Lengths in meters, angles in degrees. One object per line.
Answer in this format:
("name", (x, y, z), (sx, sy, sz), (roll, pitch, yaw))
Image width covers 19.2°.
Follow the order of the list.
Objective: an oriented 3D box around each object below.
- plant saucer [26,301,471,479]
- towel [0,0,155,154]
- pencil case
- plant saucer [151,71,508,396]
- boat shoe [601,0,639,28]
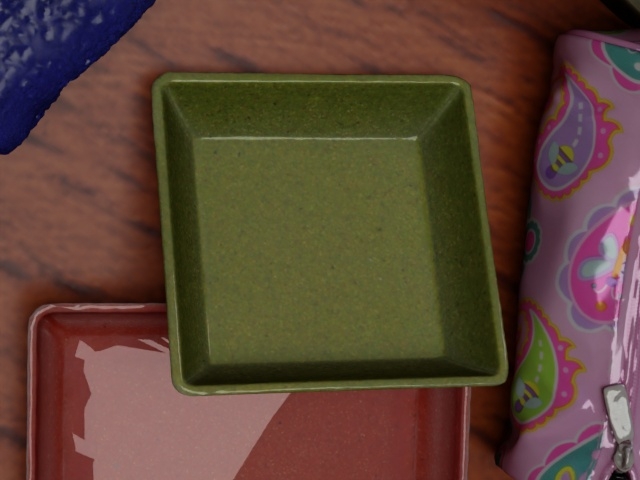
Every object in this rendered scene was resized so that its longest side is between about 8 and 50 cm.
("plant saucer", (-0.044, 0.161, 1.107), (0.258, 0.048, 0.259), (0, 97, -13))
("towel", (-0.150, -0.225, 1.006), (0.227, 0.076, 0.308), (44, 85, -23))
("pencil case", (0.175, 0.019, 1.102), (0.124, 0.124, 0.284), (7, 96, -14))
("plant saucer", (0.000, 0.000, 1.067), (0.188, 0.045, 0.188), (-1, 70, -14))
("boat shoe", (0.161, -0.179, 1.109), (0.135, 0.050, 0.045), (41, 84, -25))
